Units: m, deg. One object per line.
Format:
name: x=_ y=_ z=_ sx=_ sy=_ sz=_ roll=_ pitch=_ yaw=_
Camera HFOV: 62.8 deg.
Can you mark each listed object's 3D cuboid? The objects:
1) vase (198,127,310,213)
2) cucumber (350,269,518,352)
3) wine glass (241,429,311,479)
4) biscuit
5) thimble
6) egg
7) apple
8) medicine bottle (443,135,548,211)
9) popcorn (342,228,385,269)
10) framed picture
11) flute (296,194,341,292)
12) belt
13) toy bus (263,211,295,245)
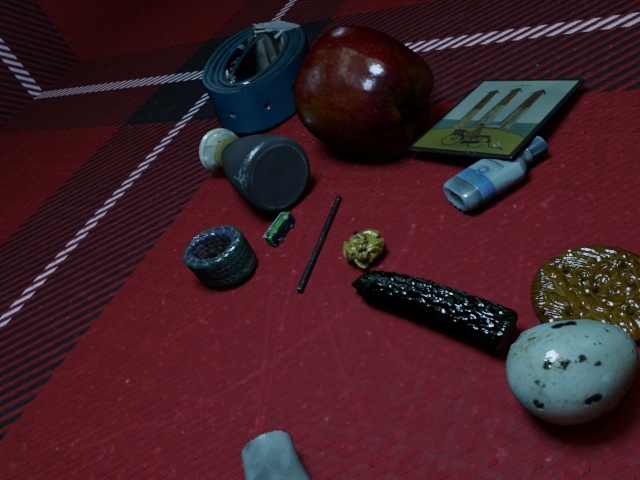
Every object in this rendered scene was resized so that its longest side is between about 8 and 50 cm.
vase: x=-0.177 y=-0.191 z=1.266 sx=0.173 sy=0.173 sz=0.321 roll=-40 pitch=38 yaw=-15
cucumber: x=0.168 y=0.099 z=0.844 sx=0.300 sy=0.072 sz=0.072 roll=18 pitch=57 yaw=39
wine glass: x=-0.045 y=0.351 z=0.675 sx=0.093 sy=0.093 sz=0.202 roll=-27 pitch=40 yaw=0
biscuit: x=0.410 y=0.077 z=0.775 sx=0.188 sy=0.027 sz=0.187 roll=-14 pitch=42 yaw=13
thimble: x=-0.207 y=0.035 z=1.091 sx=0.135 sy=0.090 sz=0.118 roll=-10 pitch=42 yaw=19
egg: x=0.317 y=0.158 z=0.663 sx=0.164 sy=0.131 sz=0.131 roll=-23 pitch=39 yaw=-13
apple: x=0.093 y=-0.339 z=1.195 sx=0.288 sy=0.288 sz=0.317 roll=-43 pitch=51 yaw=-18
medicine bottle: x=0.342 y=-0.132 z=1.010 sx=0.209 sy=0.053 sz=0.090 roll=-32 pitch=38 yaw=-8
popcorn: x=0.077 y=0.006 z=0.984 sx=0.084 sy=0.084 sz=0.084 roll=-15 pitch=42 yaw=13
framed picture: x=0.377 y=-0.270 z=1.128 sx=0.244 sy=0.013 sz=0.324 roll=17 pitch=50 yaw=45
flute: x=0.000 y=0.000 z=1.080 sx=0.014 sy=0.014 sz=0.269 roll=0 pitch=47 yaw=27
belt: x=-0.175 y=-0.502 z=1.580 sx=0.300 sy=0.173 sz=0.436 roll=1 pitch=50 yaw=17
toy bus: x=-0.089 y=-0.026 z=1.141 sx=0.037 sy=0.031 sz=0.083 roll=4 pitch=49 yaw=40
